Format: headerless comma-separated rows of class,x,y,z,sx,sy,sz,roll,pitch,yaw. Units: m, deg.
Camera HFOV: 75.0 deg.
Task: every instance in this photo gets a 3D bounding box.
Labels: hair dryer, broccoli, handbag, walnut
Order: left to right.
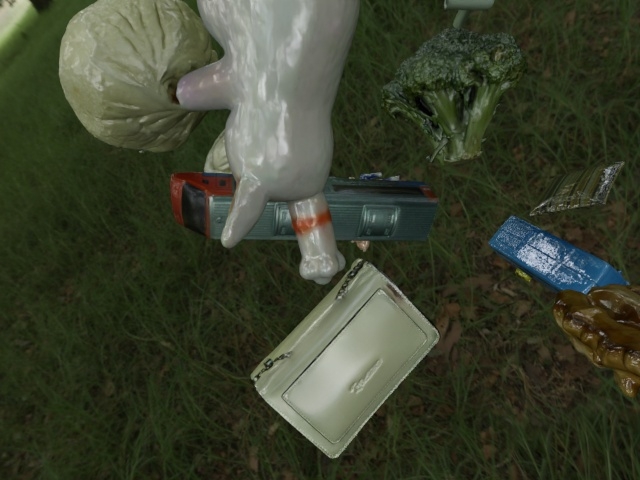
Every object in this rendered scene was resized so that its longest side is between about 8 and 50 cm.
handbag,0.050,0.246,0.924,0.358,0.237,0.160,-46,16,-8
broccoli,0.287,-0.311,0.918,0.303,0.321,0.284,-7,94,9
hair dryer,0.205,-0.336,0.606,0.063,0.124,0.038,4,95,5
walnut,0.274,0.086,0.325,0.142,0.069,0.170,-1,14,-7

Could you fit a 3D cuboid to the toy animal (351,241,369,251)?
toy animal,0.139,-0.017,1.591,0.091,0.081,0.115,23,117,45

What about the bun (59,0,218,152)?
bun,-0.223,-0.216,0.574,0.134,0.220,0.220,36,82,26

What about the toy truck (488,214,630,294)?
toy truck,0.699,0.073,1.259,0.161,0.162,0.385,-52,34,9

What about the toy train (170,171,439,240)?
toy train,-0.019,-0.048,0.647,0.408,0.086,0.089,0,34,-16

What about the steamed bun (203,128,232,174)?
steamed bun,-0.163,-0.213,1.282,0.339,0.352,0.248,-36,25,50

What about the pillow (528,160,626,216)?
pillow,0.736,-0.145,1.205,0.208,0.052,0.212,-46,19,-29

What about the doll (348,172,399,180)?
doll,0.187,-0.210,1.612,0.227,0.057,0.114,6,86,14

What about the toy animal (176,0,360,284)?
toy animal,-0.042,-0.105,0.363,0.138,0.140,0.283,32,121,52

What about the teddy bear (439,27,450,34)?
teddy bear,0.391,-0.456,1.237,0.222,0.295,0.247,-38,64,42
